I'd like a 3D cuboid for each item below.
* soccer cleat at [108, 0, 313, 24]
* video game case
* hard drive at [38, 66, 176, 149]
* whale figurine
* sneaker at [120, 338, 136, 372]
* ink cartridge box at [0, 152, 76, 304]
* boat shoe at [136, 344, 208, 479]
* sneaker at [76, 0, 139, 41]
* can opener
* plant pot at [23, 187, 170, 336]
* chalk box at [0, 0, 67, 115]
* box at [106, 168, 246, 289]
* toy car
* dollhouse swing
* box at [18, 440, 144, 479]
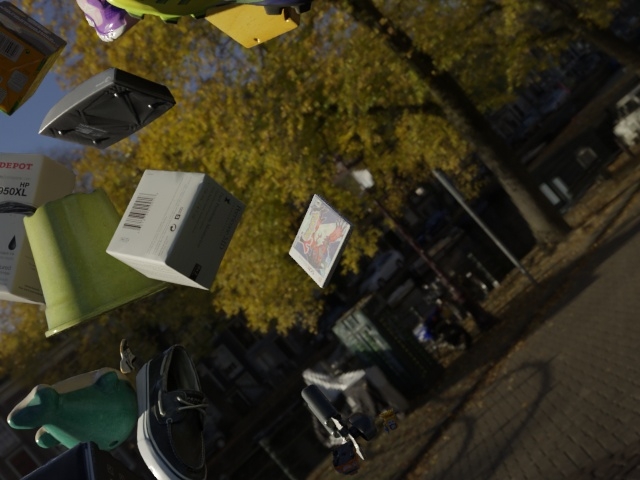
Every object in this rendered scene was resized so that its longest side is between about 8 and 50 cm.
[{"bbox_3d":[-0.135,-0.354,0.947,0.289,0.093,0.121,-8,-45,-13],"label":"soccer cleat"},{"bbox_3d":[0.000,0.000,2.038,0.023,0.183,0.201,7,-64,-40],"label":"video game case"},{"bbox_3d":[-0.438,-0.266,1.495,0.255,0.054,0.172,-21,-20,34],"label":"hard drive"},{"bbox_3d":[-0.464,0.341,1.419,0.216,0.141,0.272,-43,-24,6],"label":"whale figurine"},{"bbox_3d":[-0.455,0.273,1.739,0.037,0.083,0.032,-6,-23,-8],"label":"sneaker"},{"bbox_3d":[-0.884,-0.040,2.043,0.166,0.286,0.394,49,-132,-69],"label":"ink cartridge box"},{"bbox_3d":[-0.273,0.323,1.384,0.119,0.121,0.335,-50,40,15],"label":"boat shoe"},{"bbox_3d":[-0.425,-0.464,1.429,0.095,0.104,0.236,-39,40,-11],"label":"sneaker"},{"bbox_3d":[0.045,0.421,1.730,0.093,0.074,0.280,-35,27,-16],"label":"can opener"},{"bbox_3d":[-0.499,0.036,1.565,0.276,0.253,0.276,-24,1,0],"label":"plant pot"},{"bbox_3d":[-0.756,-0.455,1.792,0.179,0.180,0.289,-51,19,14],"label":"chalk box"},{"bbox_3d":[-0.264,-0.023,1.342,0.182,0.119,0.180,8,69,40],"label":"box"},{"bbox_3d":[0.071,0.296,1.048,0.122,0.040,0.060,-30,12,-13],"label":"toy car"},{"bbox_3d":[-0.209,-0.691,1.728,0.315,0.347,0.304,-3,63,52],"label":"dollhouse swing"},{"bbox_3d":[-0.255,0.613,0.961,0.297,0.471,0.480,-33,42,1],"label":"box"}]
